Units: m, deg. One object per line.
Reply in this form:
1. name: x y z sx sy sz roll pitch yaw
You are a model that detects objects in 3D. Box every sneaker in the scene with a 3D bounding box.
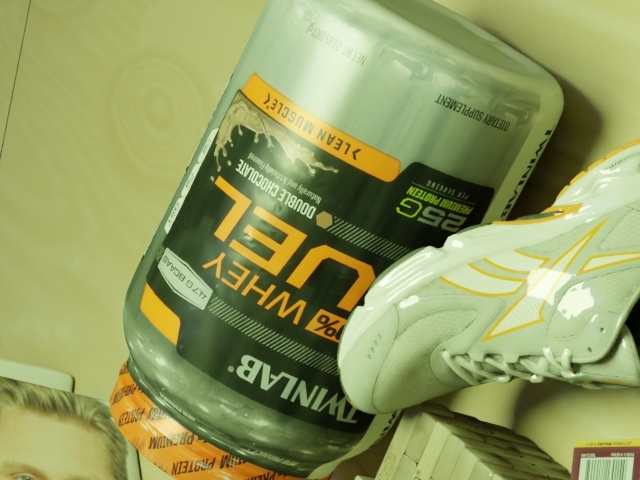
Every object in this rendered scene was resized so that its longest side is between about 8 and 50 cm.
1. sneaker: 0.130 0.047 0.961 0.262 0.099 0.121 -31 56 17

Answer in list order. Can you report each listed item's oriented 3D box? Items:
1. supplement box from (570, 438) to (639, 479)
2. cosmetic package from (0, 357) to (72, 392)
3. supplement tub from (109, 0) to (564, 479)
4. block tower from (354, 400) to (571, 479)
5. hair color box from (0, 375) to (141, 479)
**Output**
1. supplement box: 0.182 0.135 0.907 0.055 0.083 0.043 -12 66 54
2. cosmetic package: -0.374 0.345 1.563 0.230 0.161 0.453 -23 58 50
3. supplement tub: 0.000 0.000 1.127 0.338 0.207 0.207 -63 34 15
4. block tower: 0.139 0.198 0.937 0.335 0.091 0.097 34 103 55
5. hair color box: -0.232 0.283 1.368 0.105 0.174 0.347 -47 41 33
